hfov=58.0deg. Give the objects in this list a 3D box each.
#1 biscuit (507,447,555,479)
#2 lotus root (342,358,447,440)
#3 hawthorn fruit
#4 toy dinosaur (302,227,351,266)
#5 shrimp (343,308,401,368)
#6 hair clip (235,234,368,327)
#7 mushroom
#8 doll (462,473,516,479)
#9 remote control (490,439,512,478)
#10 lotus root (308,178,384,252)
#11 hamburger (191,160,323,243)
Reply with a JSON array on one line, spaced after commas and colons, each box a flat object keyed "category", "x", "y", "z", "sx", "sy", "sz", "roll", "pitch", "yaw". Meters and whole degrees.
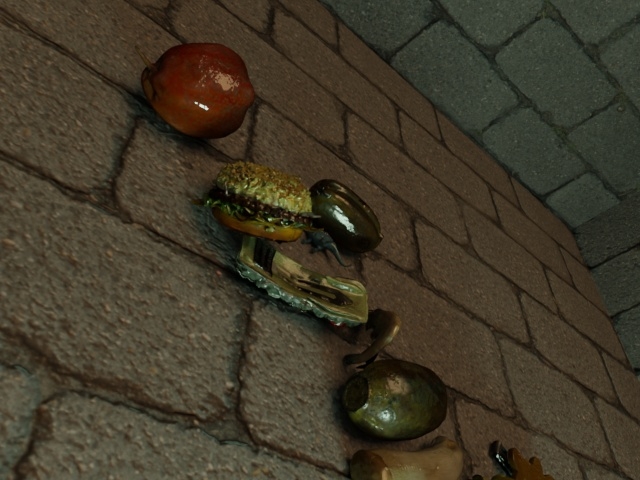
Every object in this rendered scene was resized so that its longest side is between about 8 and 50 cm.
[{"category": "biscuit", "x": 0.547, "y": 0.623, "z": 1.482, "sx": 0.205, "sy": 0.031, "sz": 0.138, "roll": 30, "pitch": 45, "yaw": -28}, {"category": "lotus root", "x": 0.164, "y": 0.333, "z": 1.206, "sx": 0.275, "sy": 0.152, "sz": 0.160, "roll": 17, "pitch": 54, "yaw": -42}, {"category": "hawthorn fruit", "x": -0.280, "y": -0.333, "z": 1.243, "sx": 0.263, "sy": 0.210, "sz": 0.210, "roll": 15, "pitch": 48, "yaw": -34}, {"category": "toy dinosaur", "x": 0.000, "y": 0.000, "z": 1.419, "sx": 0.197, "sy": 0.045, "sz": 0.080, "roll": 43, "pitch": 26, "yaw": 1}, {"category": "shrimp", "x": 0.107, "y": 0.216, "z": 1.293, "sx": 0.046, "sy": 0.152, "sz": 0.219, "roll": 40, "pitch": -6, "yaw": -13}, {"category": "hair clip", "x": -0.045, "y": 0.100, "z": 1.227, "sx": 0.322, "sy": 0.091, "sz": 0.138, "roll": 28, "pitch": 37, "yaw": -18}, {"category": "mushroom", "x": 0.192, "y": 0.464, "z": 1.174, "sx": 0.351, "sy": 0.095, "sz": 0.122, "roll": 14, "pitch": 31, "yaw": -48}, {"category": "doll", "x": 0.418, "y": 0.597, "z": 1.302, "sx": 0.221, "sy": 0.143, "sz": 0.135, "roll": 24, "pitch": 39, "yaw": -28}, {"category": "remote control", "x": 0.515, "y": 0.615, "z": 1.504, "sx": 0.212, "sy": 0.028, "sz": 0.059, "roll": 51, "pitch": 30, "yaw": -3}, {"category": "lotus root", "x": 0.060, "y": -0.060, "z": 1.486, "sx": 0.241, "sy": 0.123, "sz": 0.124, "roll": 45, "pitch": 44, "yaw": -22}, {"category": "hamburger", "x": -0.116, "y": -0.083, "z": 1.190, "sx": 0.262, "sy": 0.138, "sz": 0.243, "roll": 25, "pitch": 11, "yaw": 35}]
